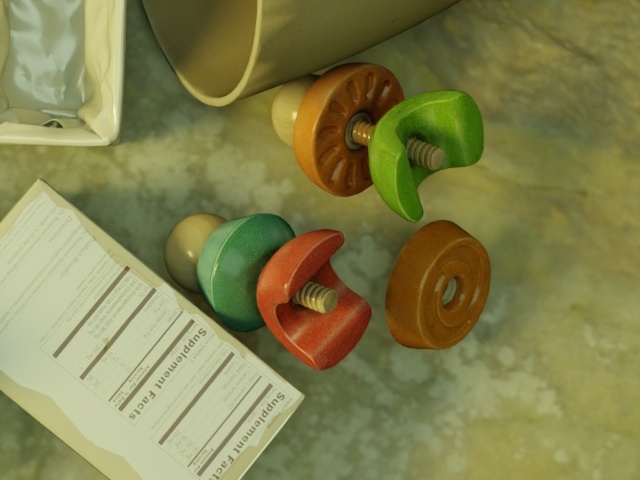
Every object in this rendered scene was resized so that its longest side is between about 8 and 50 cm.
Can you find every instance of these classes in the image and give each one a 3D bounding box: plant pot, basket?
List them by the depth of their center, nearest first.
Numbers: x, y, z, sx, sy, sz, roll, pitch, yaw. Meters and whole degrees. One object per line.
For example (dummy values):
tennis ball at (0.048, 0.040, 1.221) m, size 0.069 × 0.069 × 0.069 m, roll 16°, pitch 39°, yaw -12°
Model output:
plant pot at (0.025, -0.250, 1.361) m, size 0.274 × 0.256 × 0.257 m, roll -14°, pitch 89°, yaw -23°
basket at (-0.200, -0.148, 1.386) m, size 0.113 × 0.103 × 0.167 m, roll 2°, pitch 87°, yaw -6°

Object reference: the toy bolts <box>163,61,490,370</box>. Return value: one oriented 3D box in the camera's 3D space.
toy bolts at (0.000, 0.000, 1.395) m, size 0.228 × 0.158 × 0.218 m, roll -41°, pitch 133°, yaw -31°

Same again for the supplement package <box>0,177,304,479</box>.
supplement package at (-0.150, 0.087, 1.363) m, size 0.244 × 0.139 × 0.134 m, roll 40°, pitch 83°, yaw -2°
